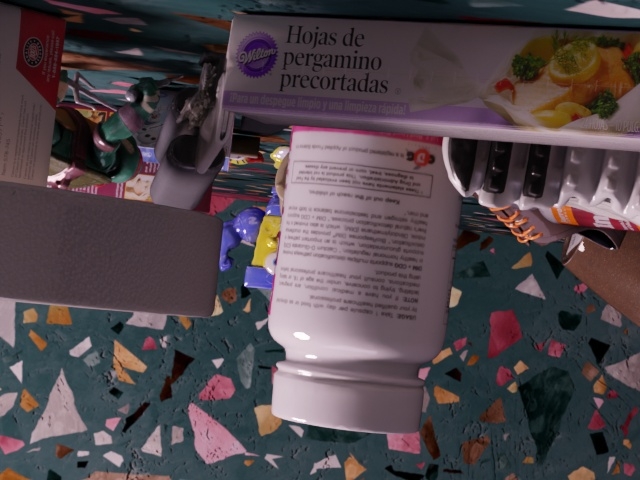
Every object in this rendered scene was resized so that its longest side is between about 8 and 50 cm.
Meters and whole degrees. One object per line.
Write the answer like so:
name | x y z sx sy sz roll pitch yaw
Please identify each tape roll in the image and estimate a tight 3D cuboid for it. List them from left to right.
tape roll | -0.259 -0.001 1.061 0.392 0.072 0.392 6 178 0

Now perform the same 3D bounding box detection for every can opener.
can opener | -0.081 -0.077 1.238 0.093 0.074 0.280 10 167 -15

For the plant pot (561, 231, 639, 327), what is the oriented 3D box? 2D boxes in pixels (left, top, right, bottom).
plant pot | 0.389 0.020 1.743 0.230 0.215 0.215 21 178 -2

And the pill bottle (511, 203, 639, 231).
pill bottle | 0.238 -0.053 1.369 0.152 0.086 0.086 6 178 32

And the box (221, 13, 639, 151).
box | 0.098 -0.093 0.943 0.324 0.063 0.067 6 177 26

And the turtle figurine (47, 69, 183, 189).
turtle figurine | -0.207 -0.100 1.312 0.175 0.118 0.234 6 173 39

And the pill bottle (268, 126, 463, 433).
pill bottle | 0.039 0.023 1.424 0.160 0.283 0.160 7 178 0

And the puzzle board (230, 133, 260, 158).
puzzle board | -0.134 -0.111 1.818 0.128 0.011 0.096 6 -164 -2

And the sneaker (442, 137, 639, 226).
sneaker | 0.236 -0.056 1.215 0.292 0.110 0.118 15 -174 0

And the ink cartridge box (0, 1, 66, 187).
ink cartridge box | -0.283 -0.103 1.071 0.127 0.128 0.176 6 177 43

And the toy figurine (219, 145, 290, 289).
toy figurine | 0.000 0.000 2.028 0.363 0.217 0.191 7 179 7

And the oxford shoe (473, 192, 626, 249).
oxford shoe | 0.205 -0.045 1.576 0.271 0.098 0.097 8 178 -27

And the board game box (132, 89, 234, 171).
board game box | -0.125 -0.102 1.455 0.090 0.020 0.090 7 -138 -4

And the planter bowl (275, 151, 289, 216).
planter bowl | 0.020 -0.048 1.667 0.162 0.162 0.109 6 152 43

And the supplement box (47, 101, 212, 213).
supplement box | -0.214 -0.090 1.730 0.188 0.104 0.081 7 179 19
